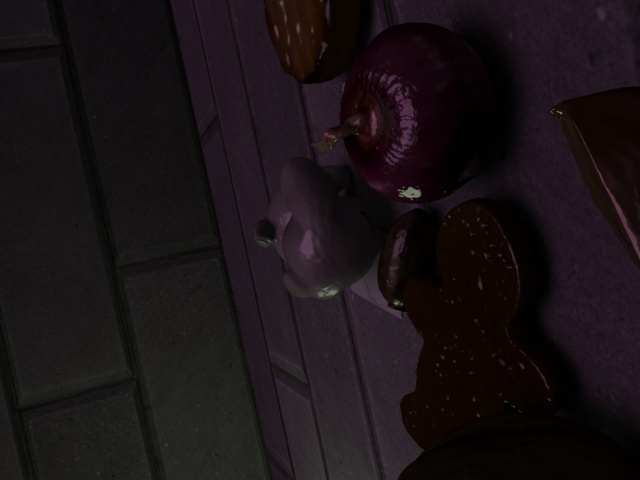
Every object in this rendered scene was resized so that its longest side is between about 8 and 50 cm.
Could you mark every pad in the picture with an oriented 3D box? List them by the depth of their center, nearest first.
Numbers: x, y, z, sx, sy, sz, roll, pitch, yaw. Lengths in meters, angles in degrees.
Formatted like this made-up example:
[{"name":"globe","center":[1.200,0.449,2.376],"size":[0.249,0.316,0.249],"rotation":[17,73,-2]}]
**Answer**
[{"name":"pad","center":[0.093,0.048,1.200],"size":[0.232,0.004,0.157],"rotation":[-156,56,-67]}]

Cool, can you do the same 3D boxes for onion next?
[{"name":"onion","center":[0.123,-0.143,0.758],"size":[0.208,0.200,0.200],"rotation":[-61,34,15]}]

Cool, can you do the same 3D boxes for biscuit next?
[{"name":"biscuit","center":[0.212,0.147,0.829],"size":[0.283,0.064,0.433],"rotation":[36,134,53]},{"name":"biscuit","center":[-0.015,-0.417,1.070],"size":[0.296,0.101,0.297],"rotation":[48,145,49]}]

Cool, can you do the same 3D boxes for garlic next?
[{"name":"garlic","center":[0.269,-0.042,0.487],"size":[0.196,0.101,0.087],"rotation":[67,-169,12]}]

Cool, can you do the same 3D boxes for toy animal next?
[{"name":"toy animal","center":[0.000,0.000,1.121],"size":[0.265,0.205,0.272],"rotation":[-133,40,-64]}]

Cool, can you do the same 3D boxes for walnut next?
[{"name":"walnut","center":[0.201,0.310,0.649],"size":[0.227,0.283,0.283],"rotation":[38,-165,-45]}]

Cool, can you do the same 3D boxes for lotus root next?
[{"name":"lotus root","center":[0.130,0.030,0.954],"size":[0.080,0.089,0.180],"rotation":[24,123,31]}]
